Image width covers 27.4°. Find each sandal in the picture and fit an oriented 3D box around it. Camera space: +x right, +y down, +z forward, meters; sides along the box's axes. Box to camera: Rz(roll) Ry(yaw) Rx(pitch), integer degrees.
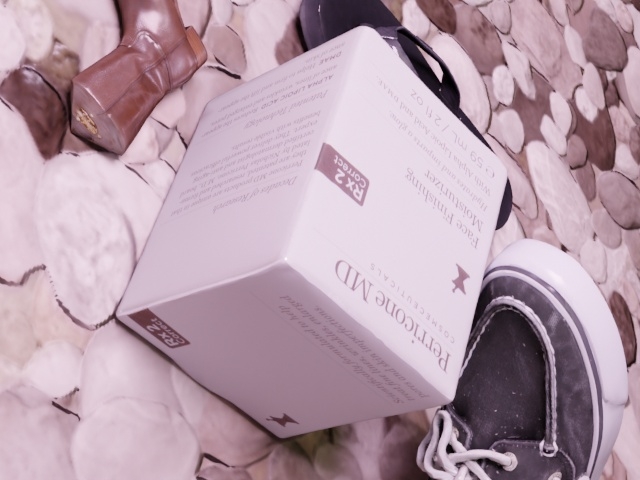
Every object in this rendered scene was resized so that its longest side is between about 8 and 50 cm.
[{"bbox_3d":[0.080,-0.111,1.017,0.254,0.054,0.097,45,47,-27],"label":"sandal"}]

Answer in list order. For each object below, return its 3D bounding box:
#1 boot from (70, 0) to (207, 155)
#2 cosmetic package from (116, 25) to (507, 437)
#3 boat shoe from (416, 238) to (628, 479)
[{"bbox_3d":[-0.128,-0.120,0.809,0.106,0.037,0.114,53,48,-17],"label":"boot"},{"bbox_3d":[0.000,0.000,0.812,0.151,0.151,0.184,40,50,-30],"label":"cosmetic package"},{"bbox_3d":[0.115,0.146,0.854,0.105,0.113,0.306,-32,140,-38],"label":"boat shoe"}]
